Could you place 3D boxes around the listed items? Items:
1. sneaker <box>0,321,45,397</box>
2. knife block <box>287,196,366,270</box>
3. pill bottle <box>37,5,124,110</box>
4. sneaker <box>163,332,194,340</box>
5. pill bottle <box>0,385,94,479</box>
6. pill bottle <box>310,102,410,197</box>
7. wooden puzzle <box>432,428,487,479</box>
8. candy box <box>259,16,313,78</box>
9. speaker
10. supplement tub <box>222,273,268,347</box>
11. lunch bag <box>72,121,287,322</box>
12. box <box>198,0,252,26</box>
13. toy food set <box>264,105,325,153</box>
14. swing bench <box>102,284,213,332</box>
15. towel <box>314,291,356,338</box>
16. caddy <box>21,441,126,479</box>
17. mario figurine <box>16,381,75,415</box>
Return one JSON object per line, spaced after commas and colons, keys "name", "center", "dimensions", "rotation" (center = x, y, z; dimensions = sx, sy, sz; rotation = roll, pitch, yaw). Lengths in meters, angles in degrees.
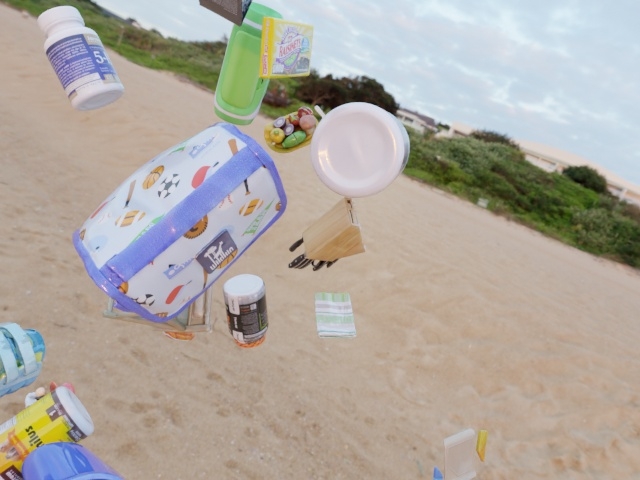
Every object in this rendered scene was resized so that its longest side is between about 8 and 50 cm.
{"name": "sneaker", "center": [-0.505, 0.167, 0.700], "dimensions": [0.208, 0.319, 0.127], "rotation": [-26, 82, -38]}
{"name": "knife block", "center": [0.000, 0.000, 1.408], "dimensions": [0.242, 0.088, 0.275], "rotation": [-14, -24, 4]}
{"name": "pill bottle", "center": [-0.502, -0.378, 1.024], "dimensions": [0.112, 0.112, 0.186], "rotation": [-72, 137, -79]}
{"name": "sneaker", "center": [-0.454, 0.242, 1.478], "dimensions": [0.175, 0.067, 0.064], "rotation": [32, 25, 2]}
{"name": "pill bottle", "center": [-0.564, 0.391, 0.947], "dimensions": [0.117, 0.215, 0.117], "rotation": [42, -26, 27]}
{"name": "pill bottle", "center": [0.115, -0.228, 1.231], "dimensions": [0.210, 0.210, 0.363], "rotation": [25, 16, 7]}
{"name": "wooden puzzle", "center": [0.207, 0.324, 0.734], "dimensions": [0.116, 0.078, 0.014], "rotation": [4, -4, -34]}
{"name": "candy box", "center": [-0.064, -0.377, 0.970], "dimensions": [0.027, 0.105, 0.206], "rotation": [12, 23, 17]}
{"name": "speaker", "center": [-0.193, -0.462, 1.303], "dimensions": [0.131, 0.296, 0.131], "rotation": [17, 34, -12]}
{"name": "supplement tub", "center": [-0.208, 0.202, 1.389], "dimensions": [0.117, 0.190, 0.117], "rotation": [-1, 27, 1]}
{"name": "lunch bag", "center": [-0.248, -0.039, 0.889], "dimensions": [0.239, 0.328, 0.385], "rotation": [49, -12, -15]}
{"name": "box", "center": [-0.153, -0.502, 0.885], "dimensions": [0.093, 0.155, 0.158], "rotation": [24, -1, -10]}
{"name": "toy food set", "center": [-0.074, -0.362, 1.537], "dimensions": [0.071, 0.218, 0.128], "rotation": [81, -16, -72]}
{"name": "swing bench", "center": [-0.414, 0.103, 1.320], "dimensions": [0.165, 0.253, 0.255], "rotation": [-7, -23, 20]}
{"name": "towel", "center": [0.041, 0.214, 1.432], "dimensions": [0.113, 0.023, 0.152], "rotation": [4, 47, -11]}
{"name": "caddy", "center": [-0.410, 0.504, 0.814], "dimensions": [0.179, 0.241, 0.341], "rotation": [18, -36, 39]}
{"name": "mario figurine", "center": [-0.990, 0.584, 1.656], "dimensions": [0.198, 0.170, 0.320], "rotation": [28, 42, 22]}
